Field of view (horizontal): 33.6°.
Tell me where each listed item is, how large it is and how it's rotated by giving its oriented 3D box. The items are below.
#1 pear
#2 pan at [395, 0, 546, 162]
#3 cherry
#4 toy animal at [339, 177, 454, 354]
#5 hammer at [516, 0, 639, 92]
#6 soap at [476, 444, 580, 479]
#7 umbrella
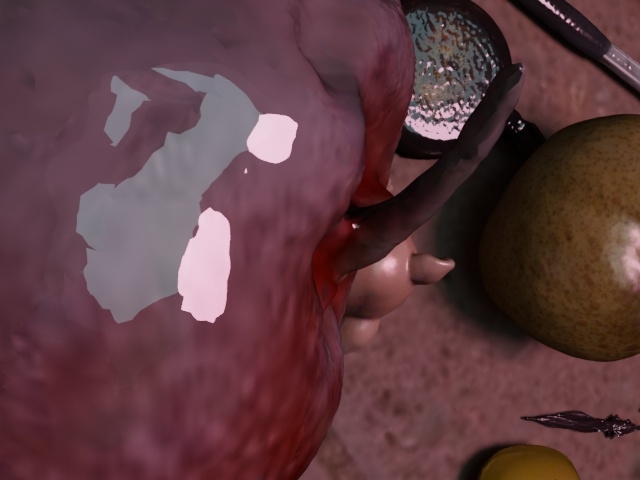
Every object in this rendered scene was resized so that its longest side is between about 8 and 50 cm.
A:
[{"bbox_3d":[0.191,0.001,0.697,0.167,0.136,0.167,-30,141,-28],"label":"pear"},{"bbox_3d":[0.115,-0.085,0.723,0.212,0.040,0.115,33,82,-22],"label":"pan"},{"bbox_3d":[-0.113,-0.033,0.474,0.335,0.291,0.326,39,74,14],"label":"cherry"},{"bbox_3d":[-0.001,0.004,0.645,0.150,0.083,0.089,23,58,-7],"label":"toy animal"},{"bbox_3d":[0.191,-0.143,0.768,0.246,0.029,0.103,30,77,-21],"label":"hammer"},{"bbox_3d":[0.142,0.212,0.733,0.089,0.045,0.140,6,87,-29],"label":"soap"},{"bbox_3d":[0.202,0.136,0.779,0.122,0.013,0.022,3,77,-25],"label":"umbrella"}]
